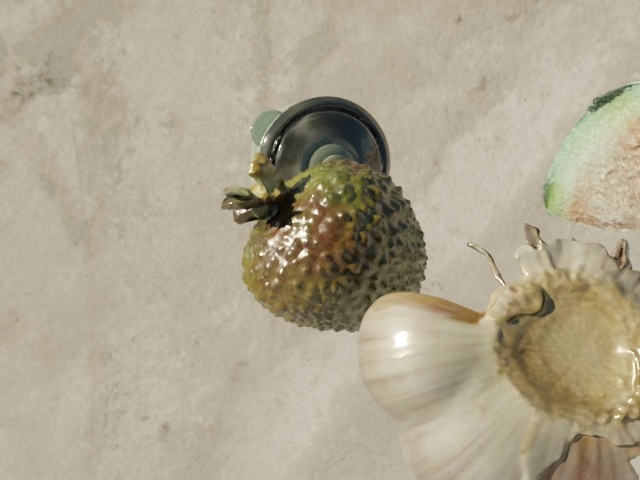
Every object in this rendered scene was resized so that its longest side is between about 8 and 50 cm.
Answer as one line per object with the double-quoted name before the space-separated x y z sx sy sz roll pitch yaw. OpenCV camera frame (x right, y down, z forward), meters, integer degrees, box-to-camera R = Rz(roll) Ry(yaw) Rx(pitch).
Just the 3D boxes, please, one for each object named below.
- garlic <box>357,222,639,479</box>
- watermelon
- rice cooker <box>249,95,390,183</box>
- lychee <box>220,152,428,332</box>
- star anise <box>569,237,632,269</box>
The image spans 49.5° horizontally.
"garlic" 0.145 0.062 0.490 0.207 0.207 0.256 1 47 20
"watermelon" 0.225 -0.054 0.504 0.081 0.180 0.094 -10 85 -10
"rice cooker" -0.009 -0.159 1.406 0.317 0.316 0.264 39 90 28
"lychee" 0.009 0.007 1.037 0.320 0.270 0.270 30 81 2
"star anise" 0.470 0.114 1.161 0.236 0.109 0.223 -49 61 20
